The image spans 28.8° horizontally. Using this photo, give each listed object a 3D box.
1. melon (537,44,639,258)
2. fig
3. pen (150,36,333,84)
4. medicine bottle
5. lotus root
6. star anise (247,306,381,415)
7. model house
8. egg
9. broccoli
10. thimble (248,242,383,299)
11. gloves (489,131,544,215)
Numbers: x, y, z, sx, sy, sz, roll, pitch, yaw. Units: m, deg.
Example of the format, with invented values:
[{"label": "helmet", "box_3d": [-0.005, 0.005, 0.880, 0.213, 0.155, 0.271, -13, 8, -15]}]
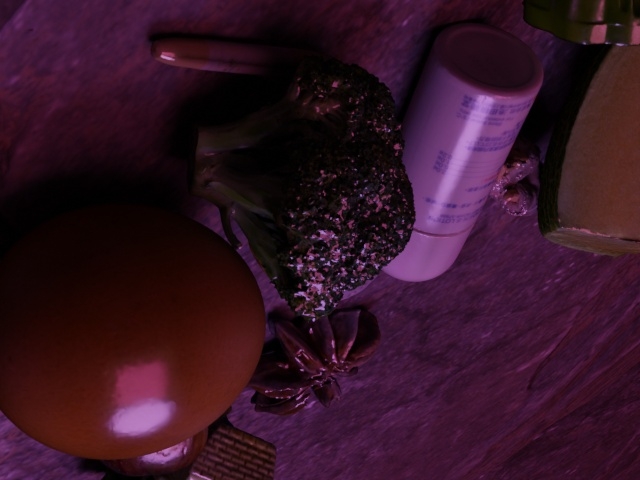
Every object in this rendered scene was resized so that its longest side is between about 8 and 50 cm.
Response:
[{"label": "melon", "box_3d": [0.416, -0.150, 1.601, 0.331, 0.226, 0.343, 17, 84, -54]}, {"label": "fig", "box_3d": [-0.198, 0.167, 1.497, 0.149, 0.149, 0.245, -9, 120, -41]}, {"label": "pen", "box_3d": [-0.072, -0.174, 1.217, 0.233, 0.032, 0.040, -2, 143, -44]}, {"label": "medicine bottle", "box_3d": [0.145, -0.086, 1.479, 0.130, 0.130, 0.341, -18, 145, -31]}, {"label": "lotus root", "box_3d": [0.308, -0.315, 1.320, 0.186, 0.186, 0.186, -27, 150, -18]}, {"label": "star anise", "box_3d": [-0.008, 0.163, 1.726, 0.236, 0.093, 0.229, -30, 145, -21]}, {"label": "model house", "box_3d": [-0.175, 0.303, 1.654, 0.195, 0.214, 0.189, 29, 96, -26]}, {"label": "egg", "box_3d": [-0.189, 0.088, 1.241, 0.250, 0.250, 0.322, -51, 154, 23]}, {"label": "broccoli", "box_3d": [-0.017, -0.054, 1.259, 0.242, 0.269, 0.261, 10, 94, -12]}, {"label": "thimble", "box_3d": [0.003, 0.000, 1.450, 0.151, 0.127, 0.118, -31, 150, 10]}, {"label": "gloves", "box_3d": [0.248, -0.085, 1.630, 0.110, 0.094, 0.144, -58, 143, -20]}]
